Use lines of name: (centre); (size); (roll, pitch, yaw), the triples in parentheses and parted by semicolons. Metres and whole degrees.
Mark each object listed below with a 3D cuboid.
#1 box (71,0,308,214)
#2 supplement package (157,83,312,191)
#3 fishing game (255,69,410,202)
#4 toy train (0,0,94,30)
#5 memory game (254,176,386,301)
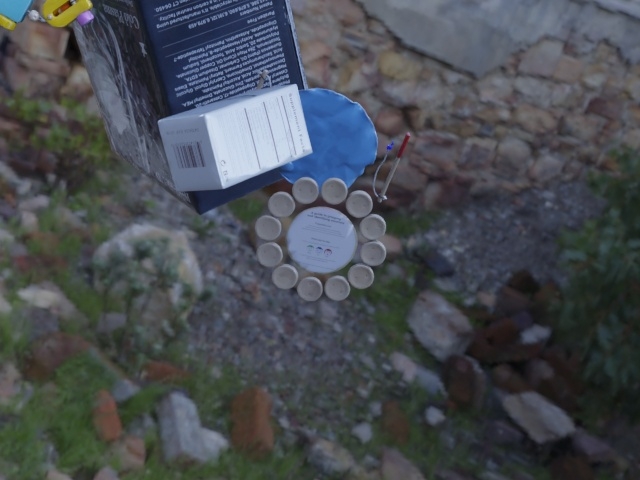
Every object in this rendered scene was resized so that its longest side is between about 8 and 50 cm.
box: (-0.270, -0.374, 2.023); (0.297, 0.472, 0.480); (-27, 31, -21)
supplement package: (-0.116, -0.143, 1.424); (0.105, 0.105, 0.179); (-1, 18, 44)
fishing game: (0.002, -0.160, 1.646); (0.264, 0.189, 0.041); (20, 34, -1)
toy train: (-0.311, -0.301, 1.160); (0.166, 0.125, 0.046); (-8, 11, -1)
memory game: (0.000, 0.000, 1.408); (0.186, 0.186, 0.012); (19, 20, -4)
